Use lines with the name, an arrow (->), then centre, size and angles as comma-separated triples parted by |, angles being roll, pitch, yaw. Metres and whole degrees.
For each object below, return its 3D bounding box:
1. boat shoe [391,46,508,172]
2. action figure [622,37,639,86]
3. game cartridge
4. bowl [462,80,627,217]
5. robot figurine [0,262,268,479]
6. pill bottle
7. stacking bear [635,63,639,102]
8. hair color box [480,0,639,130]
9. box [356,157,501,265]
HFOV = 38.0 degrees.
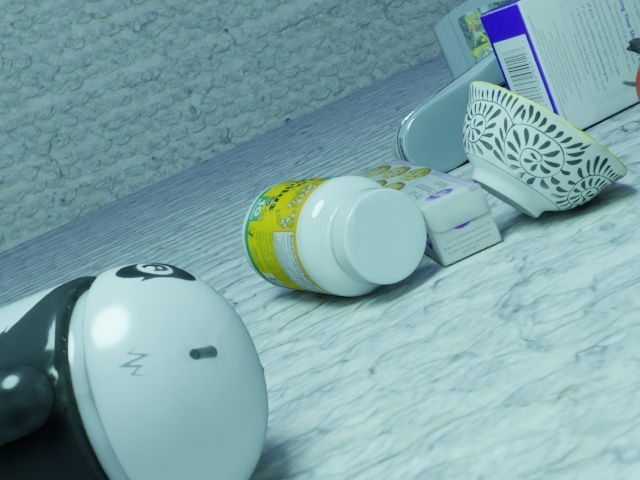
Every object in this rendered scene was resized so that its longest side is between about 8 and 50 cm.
boat shoe -> 0.261, -0.210, 1.359 | 0.367, 0.136, 0.156 | -34, 11, -7
action figure -> 0.488, -0.258, 1.114 | 0.276, 0.141, 0.164 | -51, 25, -4
game cartridge -> 0.317, -0.326, 1.549 | 0.060, 0.196, 0.294 | -30, 13, -32
bowl -> 0.196, -0.073, 0.884 | 0.080, 0.170, 0.170 | -59, 13, 3
robot figurine -> -0.171, 0.118, 0.593 | 0.278, 0.174, 0.209 | -21, 25, 11
pill bottle -> 0.012, -0.005, 0.922 | 0.117, 0.118, 0.208 | -28, 13, -24
stacking bear -> 0.399, -0.165, 0.849 | 0.164, 0.175, 0.289 | -18, 2, -12
hair color box -> 0.402, -0.284, 1.244 | 0.339, 0.185, 0.110 | -26, 11, -15
box -> 0.107, -0.040, 1.026 | 0.067, 0.063, 0.324 | -25, 12, -4
